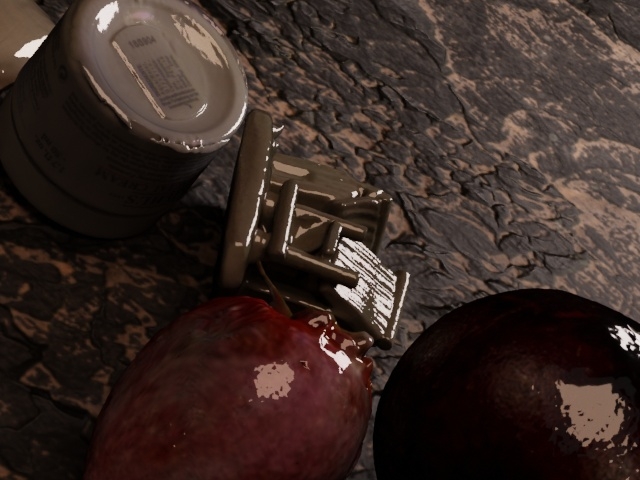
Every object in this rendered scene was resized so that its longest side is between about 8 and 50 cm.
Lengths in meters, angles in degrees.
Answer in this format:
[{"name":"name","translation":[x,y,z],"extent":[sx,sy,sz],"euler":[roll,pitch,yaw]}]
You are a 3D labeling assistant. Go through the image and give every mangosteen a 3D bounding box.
[{"name":"mangosteen","translation":[0.170,0.188,1.388],"extent":[0.297,0.297,0.293],"euler":[35,40,3]}]

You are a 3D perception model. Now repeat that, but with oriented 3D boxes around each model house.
[{"name":"model house","translation":[-0.008,0.003,1.587],"extent":[0.188,0.122,0.229],"euler":[24,38,-13]}]

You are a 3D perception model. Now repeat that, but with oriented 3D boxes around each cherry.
[{"name":"cherry","translation":[-0.077,0.139,1.370],"extent":[0.249,0.175,0.192],"euler":[-31,45,-28]}]

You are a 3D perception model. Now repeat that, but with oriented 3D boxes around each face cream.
[{"name":"face cream","translation":[-0.169,-0.113,1.556],"extent":[0.177,0.153,0.177],"euler":[20,49,-25]}]

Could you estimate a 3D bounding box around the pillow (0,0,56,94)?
[{"name":"pillow","translation":[-0.345,-0.182,1.600],"extent":[0.173,0.067,0.270],"euler":[45,42,5]}]
